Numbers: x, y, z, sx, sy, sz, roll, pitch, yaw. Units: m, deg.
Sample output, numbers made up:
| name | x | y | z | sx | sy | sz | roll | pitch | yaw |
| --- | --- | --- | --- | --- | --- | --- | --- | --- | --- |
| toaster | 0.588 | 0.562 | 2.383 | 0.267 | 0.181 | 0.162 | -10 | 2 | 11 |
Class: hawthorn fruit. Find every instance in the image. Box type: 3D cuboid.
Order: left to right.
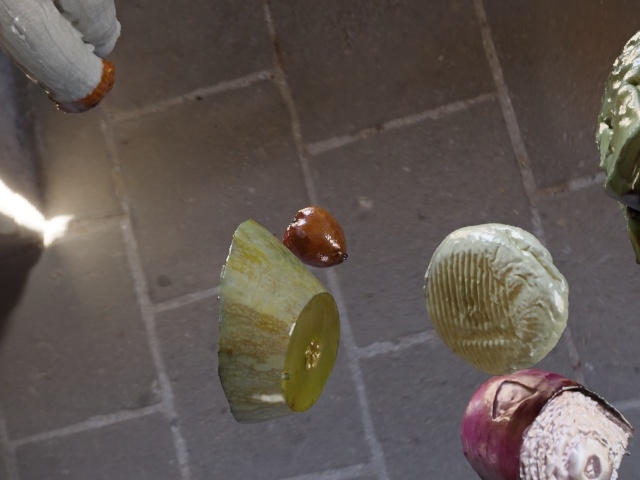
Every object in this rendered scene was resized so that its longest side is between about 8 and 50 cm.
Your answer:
| name | x | y | z | sx | sy | sz | roll | pitch | yaw |
| --- | --- | --- | --- | --- | --- | --- | --- | --- | --- |
| hawthorn fruit | 0.000 | 0.000 | 1.214 | 0.093 | 0.081 | 0.081 | 32 | 98 | -6 |

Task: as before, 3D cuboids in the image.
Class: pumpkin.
| name | x | y | z | sx | sy | sz | roll | pitch | yaw |
| --- | --- | --- | --- | --- | --- | --- | --- | --- | --- |
| pumpkin | -0.039 | 0.093 | 0.959 | 0.110 | 0.217 | 0.217 | 8 | 91 | 9 |

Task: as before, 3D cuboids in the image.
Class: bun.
| name | x | y | z | sx | sy | sz | roll | pitch | yaw |
| --- | --- | --- | --- | --- | --- | --- | --- | --- | --- |
| bun | 0.255 | 0.072 | 1.262 | 0.220 | 0.134 | 0.220 | 20 | 119 | 42 |

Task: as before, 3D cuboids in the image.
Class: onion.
| name | x | y | z | sx | sy | sz | roll | pitch | yaw |
| --- | --- | --- | --- | --- | --- | --- | --- | --- | --- |
| onion | 0.330 | 0.318 | 1.409 | 0.272 | 0.230 | 0.256 | -29 | 102 | -20 |

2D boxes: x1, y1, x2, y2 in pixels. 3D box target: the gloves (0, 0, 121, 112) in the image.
| name | x | y | z | sx | sy | sz | roll | pitch | yaw |
| --- | --- | --- | --- | --- | --- | --- | --- | --- | --- |
| gloves | -0.137 | -0.162 | 0.424 | 0.131 | 0.140 | 0.218 | 14 | 130 | 46 |

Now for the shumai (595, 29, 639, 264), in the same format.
| name | x | y | z | sx | sy | sz | roll | pitch | yaw |
| --- | --- | --- | --- | --- | --- | --- | --- | --- | --- |
| shumai | 0.523 | -0.134 | 1.201 | 0.395 | 0.348 | 0.395 | 18 | 119 | 34 |
